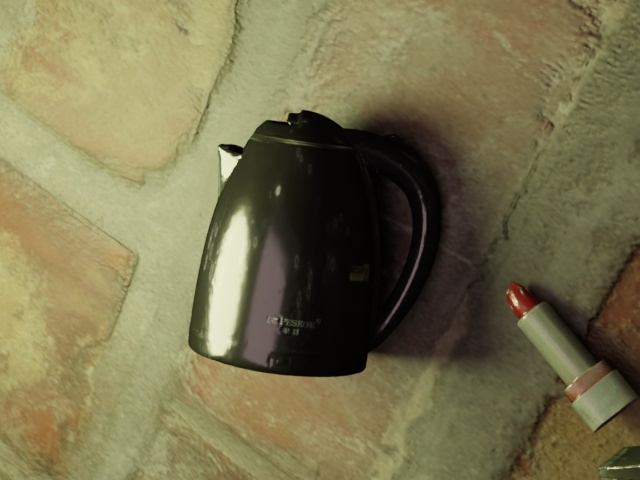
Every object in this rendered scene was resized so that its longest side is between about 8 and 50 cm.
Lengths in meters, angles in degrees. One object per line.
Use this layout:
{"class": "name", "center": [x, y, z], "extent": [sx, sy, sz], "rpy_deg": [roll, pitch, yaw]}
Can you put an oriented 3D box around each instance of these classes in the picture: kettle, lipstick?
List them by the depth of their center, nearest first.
{"class": "lipstick", "center": [0.267, 0.119, 1.469], "extent": [0.063, 0.057, 0.186], "rpy_deg": [-37, 73, 0]}
{"class": "kettle", "center": [0.000, 0.000, 1.528], "extent": [0.268, 0.207, 0.290], "rpy_deg": [9, 95, -3]}

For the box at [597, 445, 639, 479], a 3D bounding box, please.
{"class": "box", "center": [0.345, 0.255, 1.435], "extent": [0.063, 0.085, 0.060], "rpy_deg": [-12, 95, 37]}
